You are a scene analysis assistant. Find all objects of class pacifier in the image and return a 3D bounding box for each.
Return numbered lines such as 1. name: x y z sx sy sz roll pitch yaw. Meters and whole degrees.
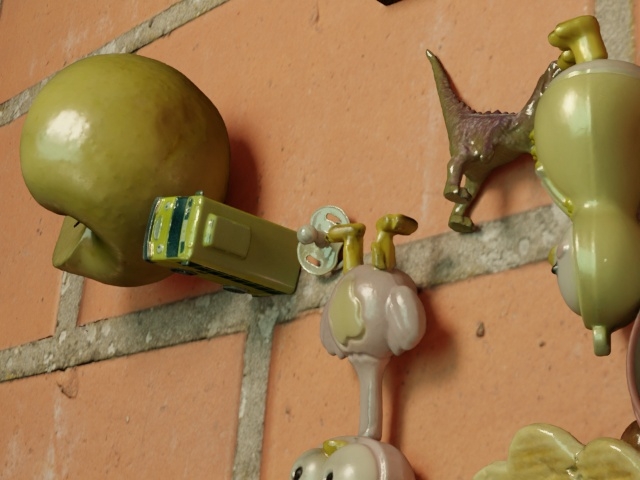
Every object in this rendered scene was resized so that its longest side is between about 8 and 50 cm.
1. pacifier: 0.000 0.000 1.410 0.068 0.064 0.083 32 100 35

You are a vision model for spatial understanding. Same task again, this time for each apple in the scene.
1. apple: -0.230 -0.085 1.579 0.295 0.233 0.258 96 -161 -53

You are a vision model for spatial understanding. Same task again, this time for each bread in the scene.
1. bread: 0.218 0.239 0.997 0.250 0.039 0.182 2 98 52

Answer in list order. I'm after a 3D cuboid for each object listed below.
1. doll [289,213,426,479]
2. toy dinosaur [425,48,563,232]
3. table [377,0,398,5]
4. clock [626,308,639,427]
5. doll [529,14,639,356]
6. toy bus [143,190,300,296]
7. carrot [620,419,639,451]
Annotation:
1. doll: 0.042 0.158 1.262 0.160 0.094 0.365 -9 66 52
2. toy dinosaur: 0.164 -0.112 1.273 0.251 0.072 0.200 -2 62 63
3. table: 0.087 -0.336 1.453 0.083 0.070 0.082 -10 63 50
4. clock: 0.338 0.074 0.933 0.244 0.056 0.244 -37 32 28
5. doll: 0.236 -0.046 1.076 0.117 0.141 0.296 4 72 15
6. toy bus: -0.111 0.006 1.454 0.101 0.175 0.088 -3 72 48
7. carrot: 0.319 0.207 0.927 0.248 0.059 0.059 36 103 48
